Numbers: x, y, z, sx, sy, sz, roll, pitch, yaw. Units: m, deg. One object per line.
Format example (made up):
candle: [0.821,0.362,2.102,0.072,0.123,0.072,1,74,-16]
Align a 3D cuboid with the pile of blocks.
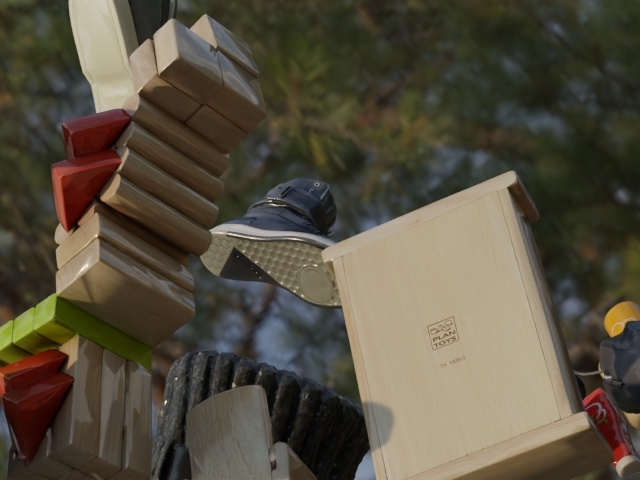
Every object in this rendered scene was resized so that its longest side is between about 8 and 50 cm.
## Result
pile of blocks: [-0.152,0.003,1.206,0.112,0.149,0.362,33,-117,-35]

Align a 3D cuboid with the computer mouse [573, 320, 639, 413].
computer mouse: [0.214,0.105,1.455,0.041,0.071,0.242,-21,3,-26]

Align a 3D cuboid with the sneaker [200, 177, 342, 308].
sneaker: [-0.001,-0.002,2.081,0.163,0.226,0.086,-33,-51,-46]

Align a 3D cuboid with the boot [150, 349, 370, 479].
boot: [-0.001,0.261,1.445,0.348,0.260,0.131,34,-36,-21]

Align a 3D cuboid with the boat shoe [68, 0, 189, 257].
boat shoe: [-0.162,-0.119,1.831,0.099,0.116,0.320,-24,-68,-38]

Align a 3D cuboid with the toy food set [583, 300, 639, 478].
toy food set: [0.243,0.176,1.744,0.232,0.104,0.111,-39,-48,12]

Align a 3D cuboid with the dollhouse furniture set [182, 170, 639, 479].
dollhouse furniture set: [0.095,0.155,1.229,0.286,0.198,0.303,-23,-42,14]
